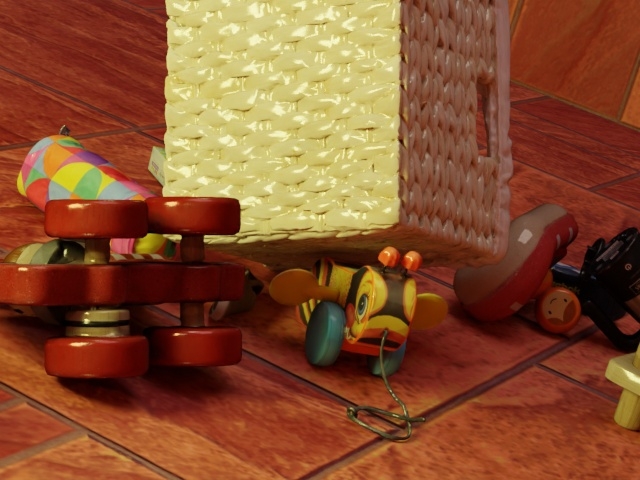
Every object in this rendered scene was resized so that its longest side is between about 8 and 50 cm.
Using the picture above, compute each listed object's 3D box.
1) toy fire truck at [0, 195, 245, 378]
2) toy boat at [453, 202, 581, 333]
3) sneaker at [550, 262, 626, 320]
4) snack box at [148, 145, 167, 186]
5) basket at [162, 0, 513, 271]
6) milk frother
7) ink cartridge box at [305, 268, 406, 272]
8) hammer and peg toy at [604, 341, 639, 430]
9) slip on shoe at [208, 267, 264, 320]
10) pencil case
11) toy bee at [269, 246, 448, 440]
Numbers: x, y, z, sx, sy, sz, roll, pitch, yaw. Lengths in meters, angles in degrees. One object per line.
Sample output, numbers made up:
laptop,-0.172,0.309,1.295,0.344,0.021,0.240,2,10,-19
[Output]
toy fire truck,-0.230,0.043,1.754,0.254,0.169,0.302,-1,1,43
toy boat,0.271,0.054,2.230,0.151,0.151,0.231,50,24,7
sneaker,0.350,0.063,2.370,0.144,0.053,0.059,25,16,21
snack box,-0.163,-0.081,2.361,0.100,0.037,0.141,6,20,-27
basket,0.022,-0.137,1.995,0.331,0.328,0.266,-2,-6,29
milk frother,0.407,0.059,2.271,0.135,0.129,0.143,45,24,-9
ink cartridge box,0.000,0.000,2.217,0.209,0.062,0.109,25,19,27
hammer and peg toy,0.523,0.203,1.962,0.361,0.127,0.266,28,20,33
slip on shoe,-0.092,0.063,1.966,0.041,0.051,0.135,29,11,-1
pencil case,-0.255,-0.046,2.066,0.104,0.104,0.236,-2,26,-46
toy bee,0.064,0.072,1.885,0.195,0.162,0.298,4,21,-41
